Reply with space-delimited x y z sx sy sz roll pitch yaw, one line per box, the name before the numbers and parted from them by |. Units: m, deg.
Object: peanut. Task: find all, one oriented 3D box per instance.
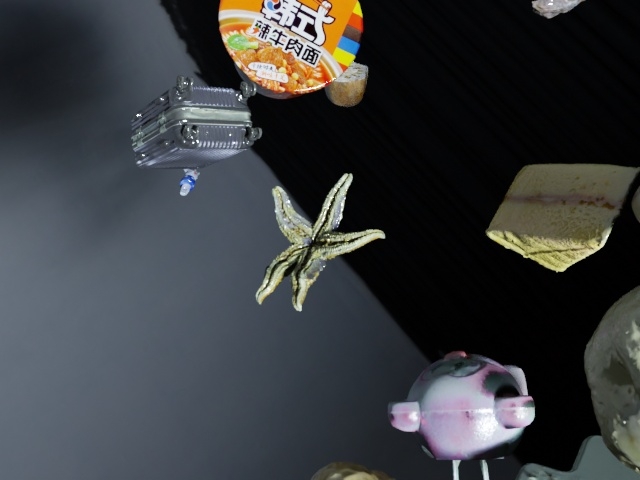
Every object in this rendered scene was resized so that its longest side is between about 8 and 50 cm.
peanut | 0.060 0.403 0.975 0.149 0.149 0.313 -41 144 -4

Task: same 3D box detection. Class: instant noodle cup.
instant noodle cup | -0.063 -0.374 1.213 0.250 0.250 0.192 -41 -174 -7

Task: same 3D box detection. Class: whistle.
whistle | -0.261 -0.116 1.291 0.083 0.033 0.029 -82 -167 -50

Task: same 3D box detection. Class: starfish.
starfish | 0.000 0.000 0.849 0.053 0.175 0.208 40 57 -49

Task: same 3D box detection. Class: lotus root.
lotus root | 0.061 -0.402 1.676 0.122 0.112 0.081 -76 174 -49

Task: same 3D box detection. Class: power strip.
power strip | 0.377 0.384 0.947 0.265 0.193 0.059 -39 127 -45

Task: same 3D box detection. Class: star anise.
star anise | 0.333 -0.329 0.840 0.141 0.042 0.141 -36 -174 4

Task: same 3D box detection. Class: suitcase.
suitcase | -0.119 -0.104 0.609 0.086 0.059 0.126 -4 176 -37

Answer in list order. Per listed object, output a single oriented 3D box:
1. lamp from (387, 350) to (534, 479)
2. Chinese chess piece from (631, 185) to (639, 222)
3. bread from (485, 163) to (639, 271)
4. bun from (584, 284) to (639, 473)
lamp | 0.272 0.328 1.192 0.247 0.248 0.301 -5 167 22
Chinese chess piece | 0.545 -0.105 0.880 0.273 0.102 0.273 -34 156 -18
bread | 0.416 -0.067 1.157 0.168 0.163 0.264 -61 170 -9
bun | 0.404 0.159 0.659 0.273 0.273 0.168 -49 -173 36
